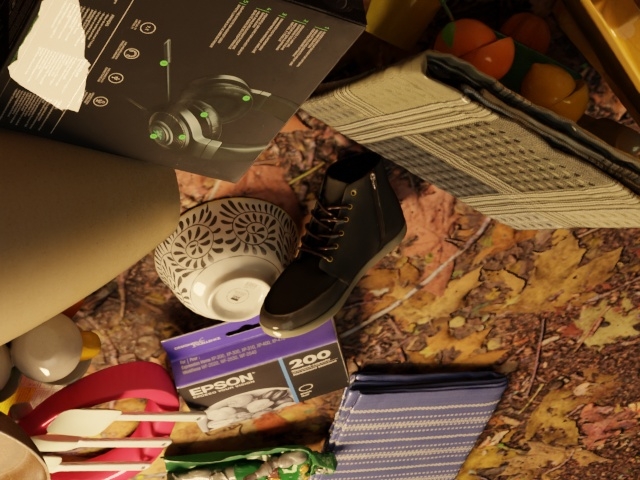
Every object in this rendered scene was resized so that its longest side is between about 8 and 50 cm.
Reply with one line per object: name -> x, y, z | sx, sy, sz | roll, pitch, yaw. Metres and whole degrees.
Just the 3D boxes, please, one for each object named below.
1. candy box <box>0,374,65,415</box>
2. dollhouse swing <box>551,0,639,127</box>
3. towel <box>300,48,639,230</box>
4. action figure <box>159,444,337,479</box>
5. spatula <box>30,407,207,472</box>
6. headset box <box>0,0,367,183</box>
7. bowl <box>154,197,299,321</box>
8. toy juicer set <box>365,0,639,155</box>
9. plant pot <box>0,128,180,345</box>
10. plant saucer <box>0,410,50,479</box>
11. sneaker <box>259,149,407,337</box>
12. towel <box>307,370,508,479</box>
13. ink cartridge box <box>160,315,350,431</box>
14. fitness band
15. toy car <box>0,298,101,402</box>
candy box -> -0.368, 0.192, 1.545 | 0.105, 0.027, 0.206 | 8, 132, -30
dollhouse swing -> 0.365, -0.218, 1.148 | 0.315, 0.347, 0.305 | -21, 127, 3
towel -> 0.161, -0.094, 1.230 | 0.312, 0.324, 0.056 | 28, 81, -20
action figure -> -0.092, 0.318, 1.735 | 0.232, 0.063, 0.137 | -10, 149, 2
spatula -> -0.255, 0.242, 1.518 | 0.168, 0.019, 0.242 | -43, 148, 27
headset box -> -0.129, -0.190, 1.120 | 0.283, 0.131, 0.246 | 12, 141, -28
bowl -> -0.098, 0.039, 1.441 | 0.170, 0.080, 0.170 | -10, 138, -9
toy juicer set -> 0.215, -0.170, 1.242 | 0.329, 0.209, 0.089 | 20, 102, -35
plant pot -> -0.283, -0.031, 1.210 | 0.274, 0.256, 0.256 | -18, 141, -25
plant saucer -> -0.443, 0.222, 1.360 | 0.310, 0.050, 0.310 | 1, 147, 0
sneaker -> 0.000, 0.000, 1.393 | 0.222, 0.083, 0.118 | -45, 136, -28
towel -> 0.107, 0.296, 1.820 | 0.243, 0.040, 0.336 | 0, 137, -21
ink cartridge box -> -0.073, 0.154, 1.568 | 0.206, 0.045, 0.208 | -17, 149, 0
fitness band -> -0.284, 0.238, 1.564 | 0.209, 0.054, 0.291 | -10, 150, -27
toy car -> -0.337, 0.100, 1.387 | 0.182, 0.136, 0.159 | -15, 172, -8
